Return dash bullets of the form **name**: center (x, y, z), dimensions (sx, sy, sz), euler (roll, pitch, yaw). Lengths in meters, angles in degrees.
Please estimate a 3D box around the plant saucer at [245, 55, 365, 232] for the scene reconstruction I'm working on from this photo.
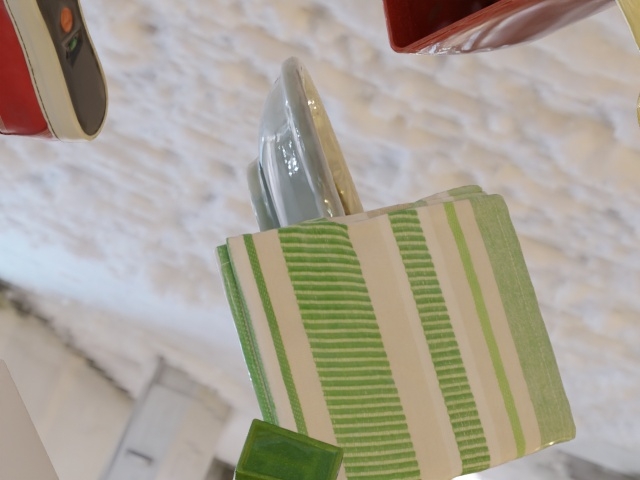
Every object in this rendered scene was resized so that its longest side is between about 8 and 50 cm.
- **plant saucer**: center (0.000, 0.000, 1.723), dimensions (0.101, 0.400, 0.400), euler (-21, 159, 5)

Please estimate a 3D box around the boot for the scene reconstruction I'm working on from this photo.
- **boot**: center (-0.269, -0.181, 1.152), dimensions (0.176, 0.088, 0.244), euler (3, 124, 17)

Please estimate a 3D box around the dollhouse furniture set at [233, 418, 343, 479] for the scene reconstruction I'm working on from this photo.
- **dollhouse furniture set**: center (-0.024, 0.170, 0.972), dimensions (0.059, 0.076, 0.151), euler (16, 149, 6)

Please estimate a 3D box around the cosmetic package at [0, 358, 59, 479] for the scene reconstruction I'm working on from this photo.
- **cosmetic package**: center (-0.236, 0.302, 1.010), dimensions (0.097, 0.284, 0.377), euler (5, -144, -37)

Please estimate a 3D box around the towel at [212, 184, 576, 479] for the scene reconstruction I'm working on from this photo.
- **towel**: center (0.071, 0.087, 1.328), dimensions (0.325, 0.248, 0.038), euler (-11, 172, -41)

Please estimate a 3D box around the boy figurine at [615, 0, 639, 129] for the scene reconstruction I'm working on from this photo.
- **boy figurine**: center (0.332, -0.190, 1.464), dimensions (0.092, 0.285, 0.177), euler (-31, 136, 32)

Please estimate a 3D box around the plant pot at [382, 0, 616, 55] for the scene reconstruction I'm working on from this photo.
- **plant pot**: center (0.238, -0.374, 1.910), dimensions (0.267, 0.267, 0.236), euler (-21, 161, 38)
